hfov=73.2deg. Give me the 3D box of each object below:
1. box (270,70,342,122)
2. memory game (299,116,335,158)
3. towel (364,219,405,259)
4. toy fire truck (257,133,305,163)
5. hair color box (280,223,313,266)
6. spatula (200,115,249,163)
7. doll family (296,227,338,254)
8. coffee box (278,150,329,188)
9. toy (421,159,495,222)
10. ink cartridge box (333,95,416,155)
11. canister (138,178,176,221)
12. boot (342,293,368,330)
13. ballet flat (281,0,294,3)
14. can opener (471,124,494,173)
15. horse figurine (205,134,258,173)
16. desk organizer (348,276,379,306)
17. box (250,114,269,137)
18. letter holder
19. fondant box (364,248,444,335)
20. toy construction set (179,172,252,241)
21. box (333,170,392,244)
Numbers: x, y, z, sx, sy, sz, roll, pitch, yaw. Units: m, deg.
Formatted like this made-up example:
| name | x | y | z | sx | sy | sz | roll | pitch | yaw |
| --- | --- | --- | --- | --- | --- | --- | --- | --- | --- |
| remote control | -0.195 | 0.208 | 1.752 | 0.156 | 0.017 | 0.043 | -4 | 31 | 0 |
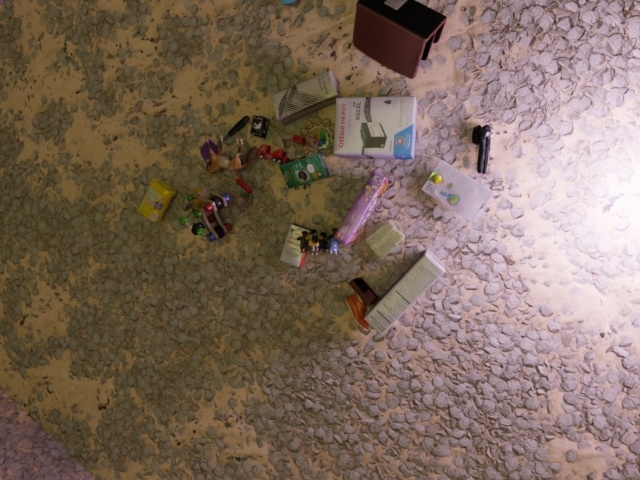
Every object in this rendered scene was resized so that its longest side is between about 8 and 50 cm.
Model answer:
| name | x | y | z | sx | sy | sz | roll | pitch | yaw |
| --- | --- | --- | --- | --- | --- | --- | --- | --- | --- |
| box | -0.059 | -0.589 | 1.783 | 0.275 | 0.094 | 0.113 | -19 | 88 | 17 |
| memory game | -0.007 | -0.430 | 1.819 | 0.186 | 0.012 | 0.186 | 1 | 94 | 17 |
| towel | 0.259 | -0.003 | 1.756 | 0.148 | 0.027 | 0.110 | -44 | 80 | 15 |
| toy fire truck | -0.170 | -0.398 | 1.844 | 0.192 | 0.047 | 0.135 | 18 | 101 | 17 |
| hair color box | -0.103 | 0.020 | 1.851 | 0.093 | 0.053 | 0.167 | 20 | 100 | 15 |
| spatula | -0.431 | -0.462 | 1.933 | 0.296 | 0.030 | 0.084 | -35 | 81 | 15 |
| doll family | 0.000 | 0.000 | 1.795 | 0.193 | 0.076 | 0.111 | -1 | 100 | -26 |
| coffee box | -0.070 | -0.296 | 1.807 | 0.184 | 0.040 | 0.113 | -16 | 119 | 17 |
| toy | 0.525 | -0.188 | 1.653 | 0.237 | 0.056 | 0.136 | 37 | 106 | 17 |
| ink cartridge box | 0.215 | -0.439 | 1.692 | 0.308 | 0.129 | 0.223 | 4 | 95 | 16 |
| canister | -0.772 | -0.186 | 2.027 | 0.126 | 0.073 | 0.169 | 34 | 103 | 12 |
| boot | 0.167 | 0.295 | 1.785 | 0.085 | 0.059 | 0.157 | -33 | 83 | 11 |
| ballet flat | -0.021 | -1.078 | 1.752 | 0.343 | 0.116 | 0.124 | -11 | 70 | 20 |
| can opener | 0.616 | -0.343 | 1.625 | 0.059 | 0.073 | 0.186 | -6 | 95 | -22 |
| horse figurine | -0.403 | -0.368 | 1.885 | 0.264 | 0.066 | 0.174 | 9 | 111 | 18 |
| desk organizer | 0.177 | 0.205 | 1.758 | 0.050 | 0.047 | 0.130 | -46 | 58 | 10 |
| box | -0.263 | -0.492 | 1.865 | 0.052 | 0.062 | 0.083 | 15 | 98 | 17 |
| letter holder | 0.291 | -0.795 | 1.656 | 0.302 | 0.214 | 0.152 | 35 | 70 | 13 |
| fondant box | 0.324 | 0.188 | 1.637 | 0.096 | 0.238 | 0.330 | 44 | 104 | 9 |
| toy construction set | -0.476 | -0.178 | 1.884 | 0.309 | 0.257 | 0.237 | -43 | 67 | -6 |
| box | 0.169 | -0.124 | 1.686 | 0.057 | 0.201 | 0.293 | 33 | 102 | 13 |
